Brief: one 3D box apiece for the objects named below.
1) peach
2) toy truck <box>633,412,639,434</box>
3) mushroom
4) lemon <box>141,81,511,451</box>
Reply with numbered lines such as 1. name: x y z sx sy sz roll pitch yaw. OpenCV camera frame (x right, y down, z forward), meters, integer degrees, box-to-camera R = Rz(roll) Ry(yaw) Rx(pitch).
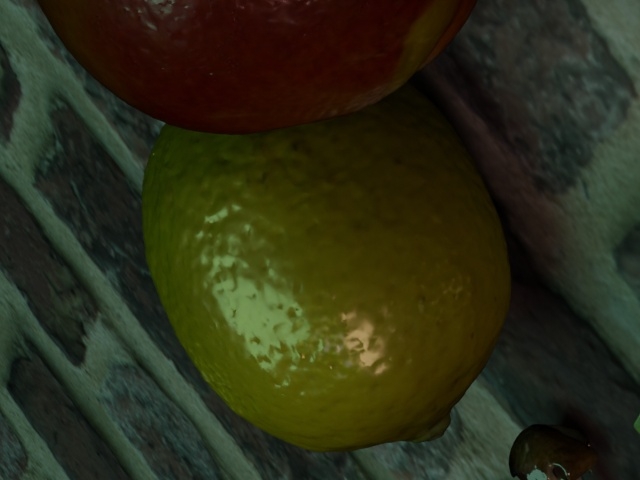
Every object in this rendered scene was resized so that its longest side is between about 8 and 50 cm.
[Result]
1. peach: -0.050 -0.233 1.171 0.308 0.308 0.332 3 110 57
2. toy truck: 0.241 0.097 1.191 0.077 0.100 0.169 50 164 16
3. mushroom: 0.215 0.203 1.422 0.187 0.061 0.060 43 155 4
4. lemon: 0.000 0.000 1.353 0.320 0.245 0.245 61 151 1
